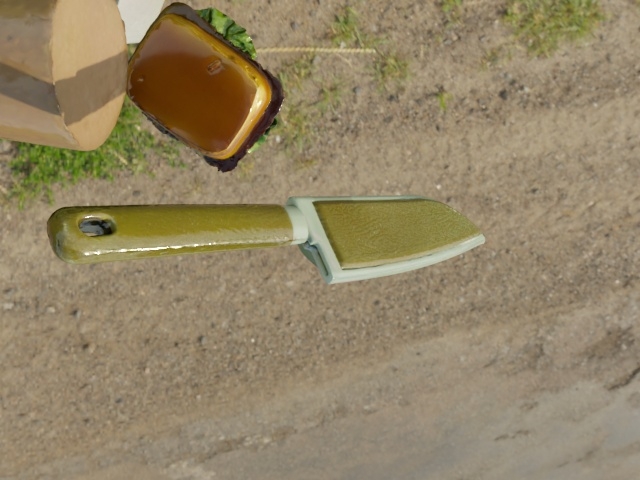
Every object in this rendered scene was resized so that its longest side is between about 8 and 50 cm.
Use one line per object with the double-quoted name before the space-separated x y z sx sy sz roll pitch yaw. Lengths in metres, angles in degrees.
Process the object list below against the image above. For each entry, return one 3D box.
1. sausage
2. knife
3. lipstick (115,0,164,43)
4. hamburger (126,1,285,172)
"sausage" -0.276 -0.140 0.486 0.252 0.123 0.123 9 137 3
"knife" 0.000 0.001 0.440 0.342 0.061 0.027 -5 153 -44
"lipstick" -0.193 -0.407 0.820 0.079 0.076 0.372 -24 155 -48
"hamburger" -0.115 -0.160 0.722 0.137 0.166 0.087 -50 176 11
